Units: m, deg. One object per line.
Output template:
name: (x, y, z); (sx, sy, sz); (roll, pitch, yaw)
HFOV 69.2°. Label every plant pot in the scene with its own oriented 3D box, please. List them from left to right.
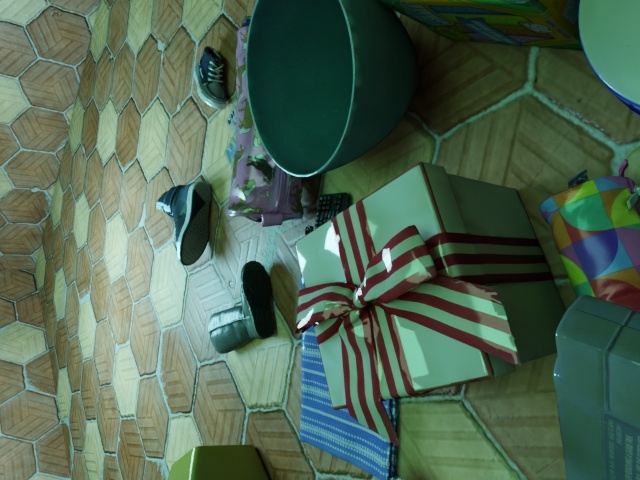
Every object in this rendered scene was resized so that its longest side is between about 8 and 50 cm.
plant pot: (-0.227, 0.557, 0.997); (0.212, 0.212, 0.187); (-46, 43, 37)
plant pot: (0.036, -0.256, 0.720); (0.290, 0.195, 0.290); (27, 123, 50)

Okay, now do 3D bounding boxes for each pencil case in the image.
pencil case: (-0.096, -0.220, 0.903); (0.160, 0.167, 0.386); (5, 92, 16)
pencil case: (0.317, 0.040, 0.485); (0.104, 0.104, 0.236); (-30, 67, 43)

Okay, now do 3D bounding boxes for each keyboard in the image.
keyboard: (0.000, 0.000, 0.869); (0.108, 0.023, 0.180); (-2, 73, 52)

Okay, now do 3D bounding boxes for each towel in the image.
towel: (0.038, 0.224, 0.830); (0.243, 0.040, 0.336); (-2, 86, 49)

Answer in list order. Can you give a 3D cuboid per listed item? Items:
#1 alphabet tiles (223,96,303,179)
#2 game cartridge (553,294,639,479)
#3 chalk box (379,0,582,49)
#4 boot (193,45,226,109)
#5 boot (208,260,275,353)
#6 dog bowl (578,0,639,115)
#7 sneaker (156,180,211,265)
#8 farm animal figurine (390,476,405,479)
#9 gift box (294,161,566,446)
alphabet tiles: (-0.128, -0.233, 1.062); (0.285, 0.011, 0.343); (-51, 53, 33)
game cartridge: (0.310, 0.204, 0.359); (0.230, 0.068, 0.355); (27, 150, 49)
chalk box: (0.201, -0.362, 0.578); (0.289, 0.179, 0.180); (34, 113, 45)
boot: (-0.279, -0.423, 1.197); (0.086, 0.069, 0.190); (-57, 48, 33)
boot: (-0.192, 0.160, 1.077); (0.208, 0.076, 0.190); (-25, 67, 52)
dog bowl: (0.387, -0.228, 0.415); (0.265, 0.104, 0.265); (-4, 85, 49)
sneaker: (-0.382, -0.046, 1.268); (0.163, 0.086, 0.226); (2, 80, 38)
farm animal figurine: (0.077, 0.555, 0.666); (0.327, 0.172, 0.330); (-46, 56, 36)
gift box: (0.137, 0.078, 0.563); (0.255, 0.258, 0.276); (-37, 60, 41)
